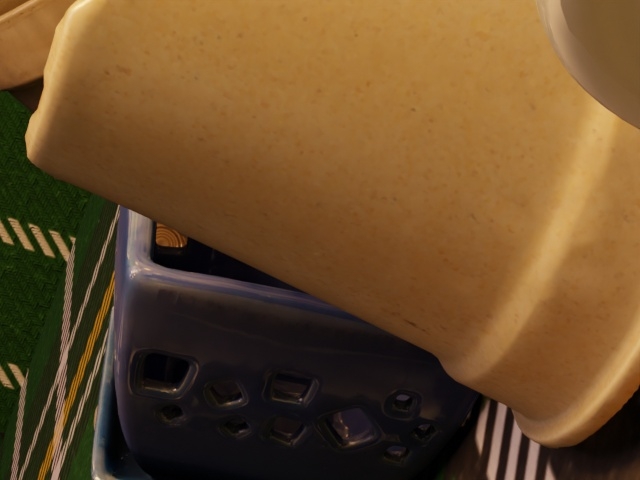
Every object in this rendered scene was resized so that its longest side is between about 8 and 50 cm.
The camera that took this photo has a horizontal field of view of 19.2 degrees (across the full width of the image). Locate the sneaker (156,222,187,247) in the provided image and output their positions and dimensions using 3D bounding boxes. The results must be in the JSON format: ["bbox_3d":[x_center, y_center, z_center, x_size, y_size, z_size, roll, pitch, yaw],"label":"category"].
[{"bbox_3d":[-0.167,-0.035,2.205,0.153,0.099,0.282,-23,44,67],"label":"sneaker"}]

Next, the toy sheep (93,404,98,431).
[{"bbox_3d":[-0.211,0.203,2.120,0.132,0.091,0.091,129,156,-49],"label":"toy sheep"}]

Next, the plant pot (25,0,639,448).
[{"bbox_3d":[0.027,-0.097,0.961,0.334,0.305,0.334,-162,90,-82],"label":"plant pot"}]

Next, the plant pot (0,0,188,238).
[{"bbox_3d":[-0.115,-0.160,1.632,0.323,0.280,0.323,-29,21,13],"label":"plant pot"}]

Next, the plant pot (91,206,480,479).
[{"bbox_3d":[-0.030,0.061,1.244,0.236,0.236,0.212,-93,17,-57],"label":"plant pot"}]

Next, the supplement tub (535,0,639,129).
[{"bbox_3d":[0.185,-0.204,0.757,0.193,0.193,0.316,123,159,-49],"label":"supplement tub"}]
